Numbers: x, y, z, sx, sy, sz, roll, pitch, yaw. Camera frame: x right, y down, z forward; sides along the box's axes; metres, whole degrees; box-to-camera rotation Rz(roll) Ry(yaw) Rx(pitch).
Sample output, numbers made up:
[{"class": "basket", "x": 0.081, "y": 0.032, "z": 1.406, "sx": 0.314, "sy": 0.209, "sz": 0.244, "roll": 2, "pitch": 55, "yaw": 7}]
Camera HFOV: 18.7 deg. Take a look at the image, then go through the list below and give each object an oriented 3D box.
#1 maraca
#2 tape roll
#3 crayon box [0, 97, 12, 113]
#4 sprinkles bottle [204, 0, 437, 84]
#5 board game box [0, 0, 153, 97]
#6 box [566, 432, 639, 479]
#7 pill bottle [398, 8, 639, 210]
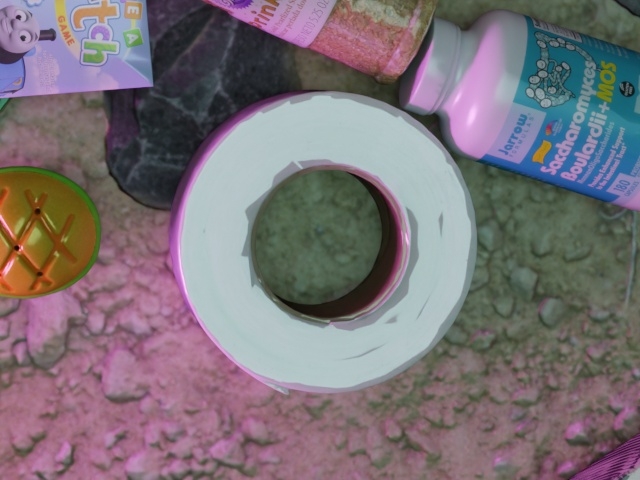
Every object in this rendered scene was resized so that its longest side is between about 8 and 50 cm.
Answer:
[{"class": "maraca", "x": -0.295, "y": -0.006, "z": 1.783, "sx": 0.185, "sy": 0.099, "sz": 0.127, "roll": -2, "pitch": 104, "yaw": -2}, {"class": "tape roll", "x": 0.000, "y": 0.000, "z": 1.834, "sx": 0.286, "sy": 0.100, "sz": 0.286, "roll": -1, "pitch": 96, "yaw": -10}, {"class": "crayon box", "x": -0.443, "y": -0.173, "z": 1.749, "sx": 0.318, "sy": 0.081, "sz": 0.202, "roll": 37, "pitch": 88, "yaw": -12}, {"class": "sprinkles bottle", "x": -0.069, "y": -0.265, "z": 1.784, "sx": 0.355, "sy": 0.121, "sz": 0.121, "roll": 23, "pitch": 92, "yaw": -12}, {"class": "board game box", "x": -0.257, "y": -0.207, "z": 1.698, "sx": 0.211, "sy": 0.039, "sz": 0.160, "roll": -5, "pitch": 106, "yaw": -5}, {"class": "box", "x": 0.273, "y": 0.281, "z": 1.903, "sx": 0.275, "sy": 0.113, "sz": 0.094, "roll": -31, "pitch": 93, "yaw": -7}, {"class": "pill bottle", "x": 0.212, "y": -0.130, "z": 1.835, "sx": 0.264, "sy": 0.146, "sz": 0.146, "roll": 16, "pitch": 93, "yaw": -11}]
